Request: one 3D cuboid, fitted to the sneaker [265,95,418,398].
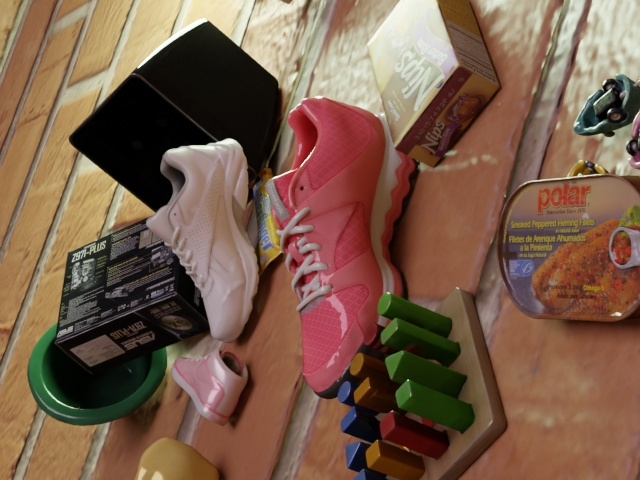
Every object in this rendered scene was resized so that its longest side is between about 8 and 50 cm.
[{"bbox_3d":[0.000,0.000,1.428,0.116,0.136,0.314,-36,39,49],"label":"sneaker"}]

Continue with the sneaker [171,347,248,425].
[{"bbox_3d":[-0.116,0.143,1.638,0.070,0.051,0.134,-61,28,7],"label":"sneaker"}]

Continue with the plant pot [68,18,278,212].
[{"bbox_3d":[-0.158,-0.154,1.835,0.187,0.188,0.167,-34,20,50],"label":"plant pot"}]

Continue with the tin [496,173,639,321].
[{"bbox_3d":[0.196,0.005,1.112,0.190,0.040,0.106,-1,95,63],"label":"tin"}]

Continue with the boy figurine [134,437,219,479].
[{"bbox_3d":[-0.166,0.340,1.516,0.177,0.092,0.285,-39,35,45],"label":"boy figurine"}]

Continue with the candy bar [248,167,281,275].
[{"bbox_3d":[-0.062,-0.024,1.712,0.040,0.018,0.161,-50,30,30],"label":"candy bar"}]

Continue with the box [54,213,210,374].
[{"bbox_3d":[-0.218,0.058,1.804,0.180,0.077,0.147,-23,44,22],"label":"box"}]

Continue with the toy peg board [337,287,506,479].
[{"bbox_3d":[0.062,0.134,1.255,0.160,0.079,0.161,-51,28,30],"label":"toy peg board"}]

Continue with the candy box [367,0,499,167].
[{"bbox_3d":[0.106,-0.170,1.465,0.109,0.053,0.186,-51,27,29],"label":"candy box"}]

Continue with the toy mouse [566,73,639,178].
[{"bbox_3d":[0.238,-0.083,1.150,0.143,0.031,0.161,-66,25,1],"label":"toy mouse"}]

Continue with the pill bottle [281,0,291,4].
[{"bbox_3d":[-0.033,-0.391,1.869,0.180,0.108,0.108,-62,25,9],"label":"pill bottle"}]

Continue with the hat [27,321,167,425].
[{"bbox_3d":[-0.267,0.199,1.906,0.208,0.173,0.183,57,165,40],"label":"hat"}]

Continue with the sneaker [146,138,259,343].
[{"bbox_3d":[-0.137,0.002,1.675,0.090,0.115,0.232,142,123,-63],"label":"sneaker"}]
